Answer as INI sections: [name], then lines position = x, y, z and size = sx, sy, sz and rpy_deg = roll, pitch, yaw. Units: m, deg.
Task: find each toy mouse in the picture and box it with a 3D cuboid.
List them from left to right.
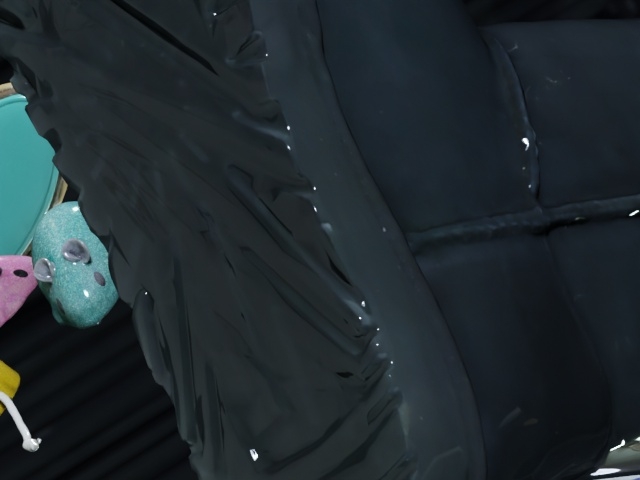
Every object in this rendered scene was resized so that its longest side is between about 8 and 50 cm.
[toy mouse]
position = -0.116, 0.019, 0.681
size = 0.161, 0.143, 0.031
rpy_deg = -12, -55, 50

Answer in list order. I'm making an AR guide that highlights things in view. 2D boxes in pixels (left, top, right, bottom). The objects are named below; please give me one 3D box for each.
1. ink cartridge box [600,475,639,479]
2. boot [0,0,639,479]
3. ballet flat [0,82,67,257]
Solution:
[ink cartridge box]
position = 0.127, 0.193, 0.819
size = 0.223, 0.045, 0.224
rpy_deg = -123, -154, -63
[boot]
position = 0.033, -0.043, 0.472
size = 0.094, 0.207, 0.246
rpy_deg = -30, -103, 40
[ballet flat]
position = -0.200, 0.012, 0.996
size = 0.080, 0.232, 0.073
rpy_deg = 29, 13, -5
